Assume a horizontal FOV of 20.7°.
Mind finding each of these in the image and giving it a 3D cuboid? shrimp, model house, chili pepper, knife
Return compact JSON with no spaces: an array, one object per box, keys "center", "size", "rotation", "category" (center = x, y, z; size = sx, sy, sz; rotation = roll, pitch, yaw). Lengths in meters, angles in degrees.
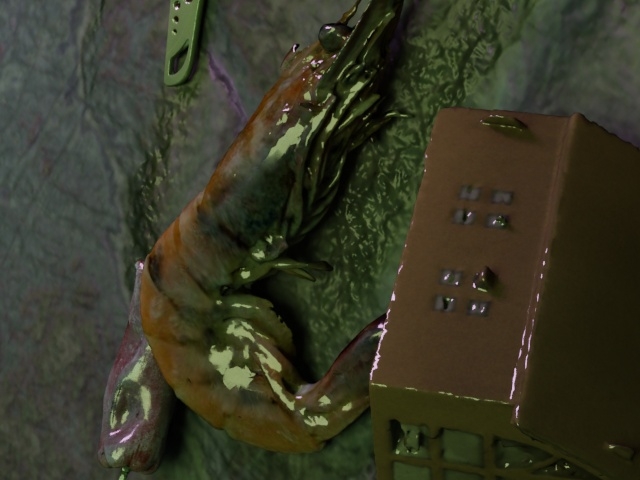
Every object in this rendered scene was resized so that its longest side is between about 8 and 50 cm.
[{"center":[0.000,0.000,0.997],"size":[0.169,0.058,0.296],"rotation":[42,119,14],"category":"shrimp"},{"center":[0.163,0.065,0.829],"size":[0.248,0.181,0.176],"rotation":[8,143,13],"category":"model house"},{"center":[-0.113,0.090,1.100],"size":[0.050,0.041,0.153],"rotation":[7,83,18],"category":"chili pepper"},{"center":[-0.075,-0.193,1.058],"size":[0.030,0.014,0.207],"rotation":[19,107,35],"category":"knife"}]
